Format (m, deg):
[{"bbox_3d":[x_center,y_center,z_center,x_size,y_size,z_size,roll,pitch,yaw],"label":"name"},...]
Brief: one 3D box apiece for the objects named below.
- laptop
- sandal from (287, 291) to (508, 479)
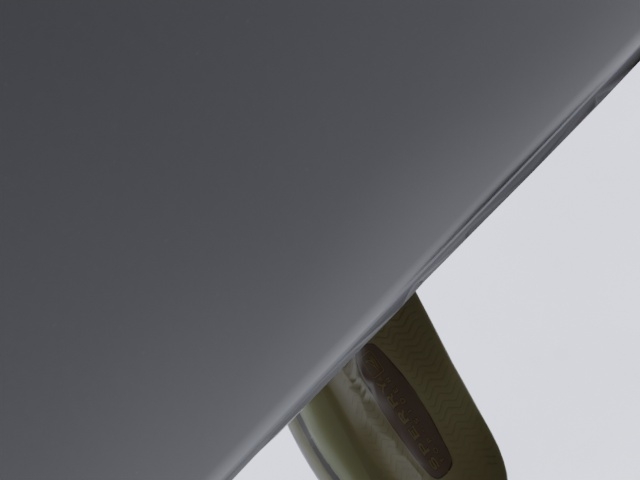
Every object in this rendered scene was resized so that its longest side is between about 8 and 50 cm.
[{"bbox_3d":[-0.069,-0.179,0.357,0.408,0.236,0.382,44,-95,-2],"label":"laptop"},{"bbox_3d":[0.002,0.000,0.860,0.302,0.086,0.120,53,-135,-5],"label":"sandal"}]
